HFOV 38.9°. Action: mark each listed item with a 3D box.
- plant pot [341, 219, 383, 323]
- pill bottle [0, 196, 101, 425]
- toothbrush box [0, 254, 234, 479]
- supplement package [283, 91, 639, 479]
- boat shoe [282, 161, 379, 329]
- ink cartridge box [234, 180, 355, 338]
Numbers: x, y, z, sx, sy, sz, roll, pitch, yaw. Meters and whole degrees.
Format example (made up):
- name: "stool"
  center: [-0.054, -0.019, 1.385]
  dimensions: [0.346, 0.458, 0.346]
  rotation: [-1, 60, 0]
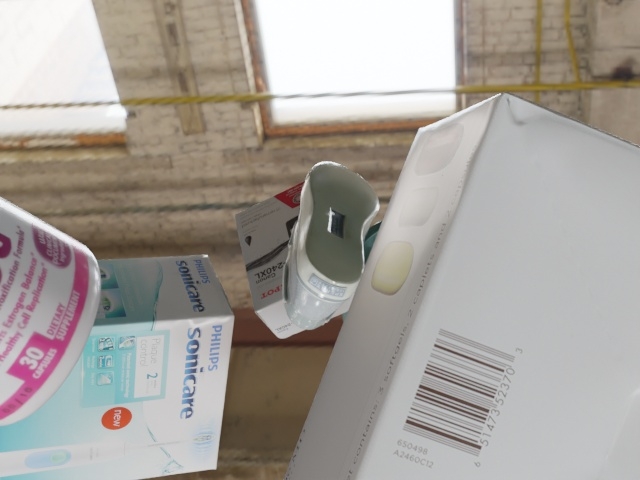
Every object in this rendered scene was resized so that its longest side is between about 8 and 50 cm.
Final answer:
- name: "plant pot"
  center: [0.151, 0.082, 1.441]
  dimensions: [0.293, 0.196, 0.293]
  rotation: [-16, -129, 21]
- name: "pill bottle"
  center: [-0.311, 0.012, 0.634]
  dimensions: [0.160, 0.283, 0.160]
  rotation: [-25, -132, 31]
- name: "toothbrush box"
  center: [-0.254, 0.141, 0.949]
  dimensions: [0.296, 0.216, 0.126]
  rotation: [-2, -148, -22]
- name: "supplement package"
  center: [0.110, 0.092, 0.453]
  dimensions: [0.204, 0.261, 0.145]
  rotation: [21, 177, -8]
- name: "boat shoe"
  center: [0.001, 0.001, 0.867]
  dimensions: [0.079, 0.081, 0.227]
  rotation: [28, -150, -9]
- name: "ink cartridge box"
  center: [-0.025, 0.018, 1.016]
  dimensions: [0.109, 0.063, 0.150]
  rotation: [-25, -132, 9]
